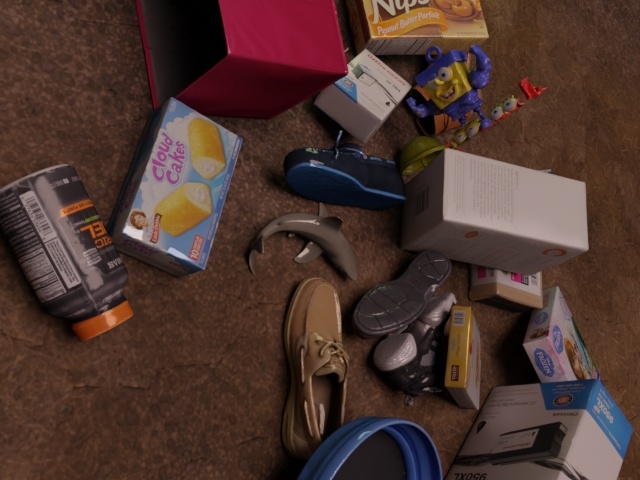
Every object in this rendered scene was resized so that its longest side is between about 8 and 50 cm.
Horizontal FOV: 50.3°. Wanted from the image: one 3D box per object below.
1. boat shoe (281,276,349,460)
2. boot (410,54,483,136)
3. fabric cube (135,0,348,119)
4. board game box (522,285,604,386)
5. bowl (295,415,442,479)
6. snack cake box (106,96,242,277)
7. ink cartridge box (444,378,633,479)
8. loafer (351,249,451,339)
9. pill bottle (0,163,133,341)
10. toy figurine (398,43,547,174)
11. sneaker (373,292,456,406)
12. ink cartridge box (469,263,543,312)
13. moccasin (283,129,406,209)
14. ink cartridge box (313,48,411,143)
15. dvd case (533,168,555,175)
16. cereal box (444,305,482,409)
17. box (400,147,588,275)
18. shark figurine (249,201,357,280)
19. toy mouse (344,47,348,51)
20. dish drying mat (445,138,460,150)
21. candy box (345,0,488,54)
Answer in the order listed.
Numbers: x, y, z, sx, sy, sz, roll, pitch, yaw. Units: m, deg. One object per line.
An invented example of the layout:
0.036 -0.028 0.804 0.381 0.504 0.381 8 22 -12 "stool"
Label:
0.007 0.231 1.262 0.122 0.110 0.340 14 70 -36 "boat shoe"
0.279 -0.406 1.687 0.220 0.109 0.283 -34 107 -36 "boot"
-0.144 -0.380 1.214 0.258 0.254 0.258 -5 81 -40 "fabric cube"
0.618 0.317 1.707 0.317 0.066 0.319 62 28 -8 "board game box"
0.074 0.499 1.193 0.391 0.077 0.390 -9 102 -45 "bowl"
-0.246 -0.088 1.156 0.152 0.089 0.264 29 61 -32 "snack cake box"
0.440 0.494 1.432 0.166 0.286 0.395 53 51 -14 "ink cartridge box"
0.172 0.131 1.442 0.109 0.095 0.303 40 50 19 "loafer"
-0.368 0.023 0.997 0.130 0.130 0.245 -32 99 -41 "pill bottle"
0.287 -0.323 1.512 0.191 0.363 0.217 -30 89 -48 "toy figurine"
0.224 0.232 1.457 0.269 0.101 0.153 -40 109 -38 "sneaker"
0.465 0.049 1.710 0.193 0.088 0.234 17 68 -37 "ink cartridge box"
0.045 -0.143 1.406 0.342 0.138 0.116 14 64 -52 "moccasin"
0.094 -0.313 1.465 0.140 0.082 0.190 38 45 -1 "ink cartridge box"
0.602 -0.108 1.906 0.239 0.030 0.179 -9 84 -40 "dvd case"
0.314 0.259 1.475 0.240 0.048 0.172 51 44 -60 "cereal box"
0.381 -0.054 1.515 0.346 0.215 0.168 12 69 -15 "box"
-0.019 -0.019 1.313 0.278 0.116 0.166 9 71 -40 "shark figurine"
-0.004 -0.418 1.488 0.161 0.031 0.143 -44 107 -39 "toy mouse"
0.328 -0.230 1.726 0.083 0.008 0.032 -35 100 -40 "dish drying mat"
0.225 -0.539 1.606 0.317 0.087 0.182 -7 77 -20 "candy box"
